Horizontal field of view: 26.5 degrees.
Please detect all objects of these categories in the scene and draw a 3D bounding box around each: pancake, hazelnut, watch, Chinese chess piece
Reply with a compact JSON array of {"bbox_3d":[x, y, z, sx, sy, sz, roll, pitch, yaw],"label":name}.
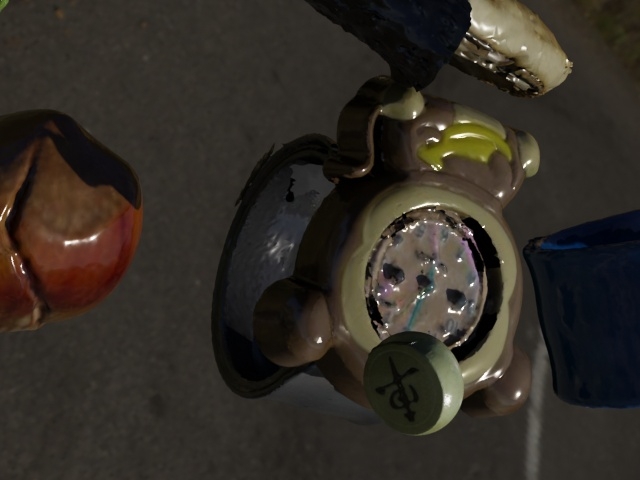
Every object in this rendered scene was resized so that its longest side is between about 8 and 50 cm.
[{"bbox_3d":[0.041,-0.221,1.122,0.382,0.071,0.382,28,6,-3],"label":"pancake"},{"bbox_3d":[-0.449,-0.020,2.067,0.372,0.372,0.315,45,9,-41],"label":"hazelnut"},{"bbox_3d":[0.036,0.019,1.418,0.314,0.327,0.335,17,84,-29],"label":"watch"},{"bbox_3d":[0.073,0.114,1.081,0.034,0.084,0.084,-21,82,-49],"label":"Chinese chess piece"},{"bbox_3d":[0.226,0.020,0.818,0.196,0.200,0.171,25,51,-81],"label":"watch"}]

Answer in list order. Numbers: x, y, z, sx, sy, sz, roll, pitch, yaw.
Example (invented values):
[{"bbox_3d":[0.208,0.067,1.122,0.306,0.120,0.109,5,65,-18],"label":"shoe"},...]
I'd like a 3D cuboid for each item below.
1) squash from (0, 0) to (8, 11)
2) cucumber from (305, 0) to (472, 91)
[{"bbox_3d":[-0.391,-0.334,1.119,0.378,0.101,0.101,45,20,-6],"label":"squash"},{"bbox_3d":[-0.039,-0.201,0.842,0.303,0.081,0.072,31,-7,-22],"label":"cucumber"}]
